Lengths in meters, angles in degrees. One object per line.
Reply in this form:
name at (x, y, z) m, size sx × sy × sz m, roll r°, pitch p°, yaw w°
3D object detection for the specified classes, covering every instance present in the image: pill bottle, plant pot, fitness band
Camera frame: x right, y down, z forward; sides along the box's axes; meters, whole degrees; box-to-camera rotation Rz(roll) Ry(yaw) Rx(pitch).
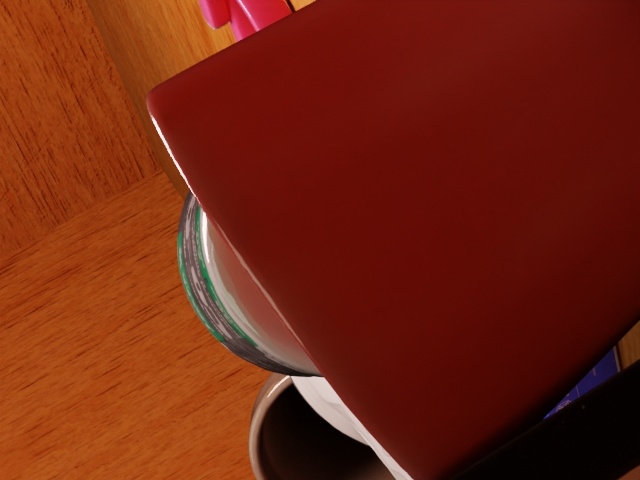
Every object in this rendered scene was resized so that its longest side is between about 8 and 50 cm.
pill bottle at (0.000, 0.000, 1.362) m, size 0.204 × 0.204 × 0.361 m, roll 60°, pitch 171°, yaw 0°
plant pot at (0.084, -0.040, 0.974) m, size 0.275 × 0.243 × 0.275 m, roll 53°, pitch -175°, yaw -6°
plant pot at (0.036, 0.212, 2.424) m, size 0.229 × 0.263 × 0.263 m, roll -93°, pitch -22°, yaw -65°
fitness band at (-0.071, -0.228, 2.069) m, size 0.209 × 0.054 × 0.291 m, roll 56°, pitch 172°, yaw 22°

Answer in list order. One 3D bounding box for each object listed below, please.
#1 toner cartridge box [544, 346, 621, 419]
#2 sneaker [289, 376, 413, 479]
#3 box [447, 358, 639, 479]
toner cartridge box at (0.151, 0.008, 1.462) m, size 0.165 × 0.075 × 0.348 m, roll 54°, pitch 170°, yaw 41°
sneaker at (0.130, 0.197, 2.111) m, size 0.447 × 0.169 × 0.257 m, roll 53°, pitch 164°, yaw -5°
box at (0.207, 0.196, 0.994) m, size 0.183 × 0.296 × 0.294 m, roll 54°, pitch 170°, yaw 31°
